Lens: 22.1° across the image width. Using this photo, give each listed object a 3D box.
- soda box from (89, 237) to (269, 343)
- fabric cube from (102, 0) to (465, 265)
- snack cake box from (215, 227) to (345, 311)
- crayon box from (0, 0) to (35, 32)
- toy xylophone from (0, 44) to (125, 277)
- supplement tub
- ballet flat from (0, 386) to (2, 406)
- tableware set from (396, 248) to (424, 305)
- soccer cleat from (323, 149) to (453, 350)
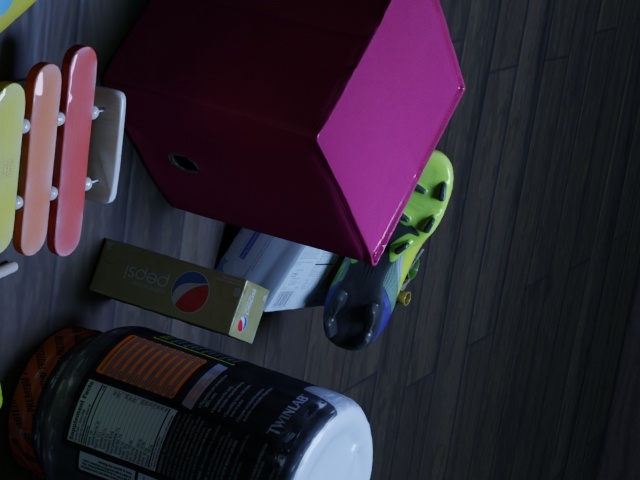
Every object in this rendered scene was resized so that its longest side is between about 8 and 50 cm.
[{"bbox_3d":[-0.150,0.052,1.725,0.058,0.181,0.061,29,78,-64],"label":"soda box"},{"bbox_3d":[-0.030,-0.164,1.752,0.259,0.258,0.254,-62,153,-23],"label":"fabric cube"},{"bbox_3d":[0.000,0.000,2.050,0.152,0.089,0.264,-57,158,15],"label":"snack cake box"},{"bbox_3d":[-0.284,-0.295,1.368,0.318,0.081,0.202,-52,147,-39],"label":"crayon box"},{"bbox_3d":[-0.301,-0.044,1.482,0.322,0.081,0.236,-33,134,-53],"label":"toy xylophone"},{"bbox_3d":[-0.135,0.211,1.667,0.207,0.338,0.207,-42,140,-47],"label":"supplement tub"},{"bbox_3d":[-0.339,0.113,1.479,0.077,0.077,0.231,-49,159,8],"label":"ballet flat"},{"bbox_3d":[0.120,0.033,2.440,0.104,0.024,0.154,-53,148,-36],"label":"tableware set"},{"bbox_3d":[0.079,0.002,2.001,0.121,0.093,0.289,-64,179,-64],"label":"soccer cleat"}]
